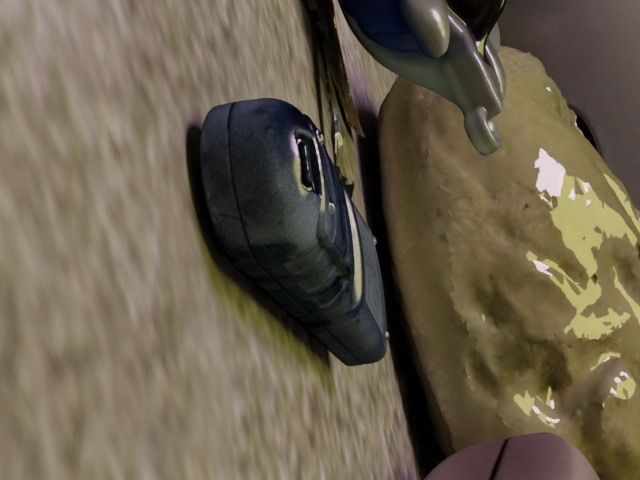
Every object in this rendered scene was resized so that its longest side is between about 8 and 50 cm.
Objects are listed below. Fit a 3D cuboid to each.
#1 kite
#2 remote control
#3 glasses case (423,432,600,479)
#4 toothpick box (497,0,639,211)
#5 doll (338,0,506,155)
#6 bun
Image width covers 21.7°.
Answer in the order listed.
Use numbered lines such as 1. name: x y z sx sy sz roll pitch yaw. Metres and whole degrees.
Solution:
1. kite: 0.001 -0.077 0.605 0.139 0.011 0.156 64 16 -52
2. remote control: -0.002 0.000 0.423 0.152 0.027 0.043 54 22 -75
3. glasses case: 0.062 0.125 0.507 0.297 0.075 0.113 1 79 -81
4. toothpick box: 0.180 -0.019 0.975 0.229 0.229 0.316 51 28 -72
5. doll: 0.033 -0.117 0.625 0.096 0.070 0.195 31 36 -60
6. bun: 0.096 0.022 0.736 0.210 0.116 0.237 -83 161 -66
